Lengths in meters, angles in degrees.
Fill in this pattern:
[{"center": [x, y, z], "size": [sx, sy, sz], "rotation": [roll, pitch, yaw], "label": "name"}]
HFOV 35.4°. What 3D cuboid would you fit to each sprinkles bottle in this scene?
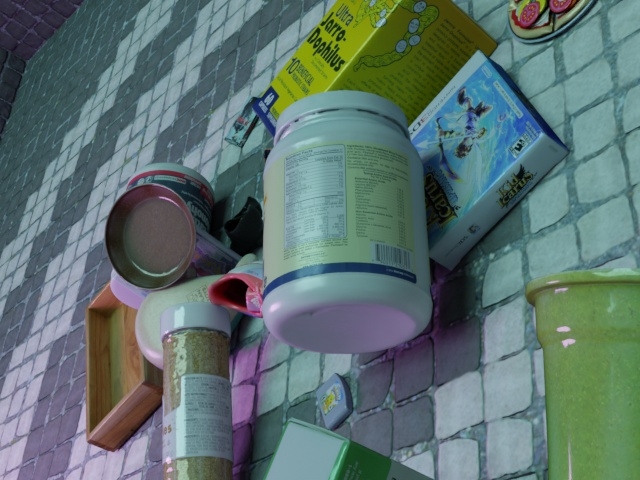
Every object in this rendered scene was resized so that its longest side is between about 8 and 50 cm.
[{"center": [-0.203, 0.283, 1.658], "size": [0.121, 0.121, 0.355], "rotation": [-29, 55, 41], "label": "sprinkles bottle"}]

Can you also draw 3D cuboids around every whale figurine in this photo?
[{"center": [-0.207, 0.140, 1.870], "size": [0.272, 0.141, 0.216], "rotation": [-33, 57, 3], "label": "whale figurine"}]

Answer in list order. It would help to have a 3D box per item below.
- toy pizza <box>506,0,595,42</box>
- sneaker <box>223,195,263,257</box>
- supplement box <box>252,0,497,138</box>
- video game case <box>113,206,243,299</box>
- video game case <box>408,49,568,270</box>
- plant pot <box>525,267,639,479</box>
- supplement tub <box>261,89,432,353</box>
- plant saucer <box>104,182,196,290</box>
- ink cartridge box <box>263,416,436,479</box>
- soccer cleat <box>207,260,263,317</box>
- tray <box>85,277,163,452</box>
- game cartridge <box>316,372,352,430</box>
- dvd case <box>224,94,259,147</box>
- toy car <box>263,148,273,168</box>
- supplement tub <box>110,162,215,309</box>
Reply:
[{"center": [0.363, -0.399, 1.562], "size": [0.201, 0.032, 0.201], "rotation": [-36, 38, 34], "label": "toy pizza"}, {"center": [-0.156, -0.011, 1.936], "size": [0.170, 0.089, 0.051], "rotation": [-39, 36, 31], "label": "sneaker"}, {"center": [0.084, -0.277, 1.693], "size": [0.356, 0.195, 0.194], "rotation": [-50, 32, 11], "label": "supplement box"}, {"center": [-0.265, 0.060, 1.930], "size": [0.183, 0.201, 0.023], "rotation": [-50, 14, 16], "label": "video game case"}, {"center": [0.218, -0.127, 1.516], "size": [0.244, 0.061, 0.269], "rotation": [-49, 33, 20], "label": "video game case"}, {"center": [0.318, 0.181, 0.948], "size": [0.276, 0.276, 0.254], "rotation": [-8, 70, 53], "label": "plant pot"}, {"center": [0.034, -0.024, 1.430], "size": [0.235, 0.235, 0.324], "rotation": [-27, 53, 42], "label": "supplement tub"}, {"center": [-0.309, -0.007, 1.864], "size": [0.199, 0.036, 0.198], "rotation": [1, 91, 23], "label": "plant saucer"}, {"center": [0.061, 0.352, 1.121], "size": [0.121, 0.289, 0.211], "rotation": [4, 68, 54], "label": "ink cartridge box"}, {"center": [-0.050, 0.092, 1.618], "size": [0.318, 0.116, 0.108], "rotation": [6, 106, 47], "label": "soccer cleat"}, {"center": [-0.413, 0.226, 2.129], "size": [0.203, 0.076, 0.411], "rotation": [-46, 34, 21], "label": "tray"}, {"center": [0.022, 0.243, 1.534], "size": [0.056, 0.017, 0.083], "rotation": [-45, 34, 17], "label": "game cartridge"}, {"center": [-0.167, -0.267, 2.244], "size": [0.119, 0.013, 0.087], "rotation": [-61, 31, 0], "label": "dvd case"}, {"center": [-0.059, -0.167, 1.997], "size": [0.122, 0.060, 0.040], "rotation": [-15, 6, 29], "label": "toy car"}, {"center": [-0.328, -0.007, 2.085], "size": [0.191, 0.191, 0.272], "rotation": [-31, 41, 39], "label": "supplement tub"}]
